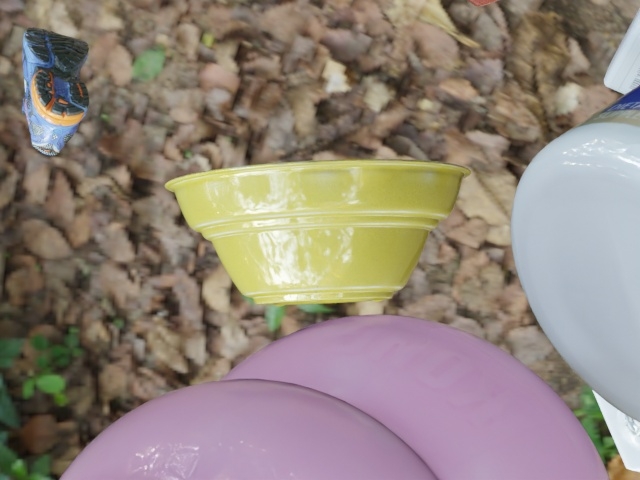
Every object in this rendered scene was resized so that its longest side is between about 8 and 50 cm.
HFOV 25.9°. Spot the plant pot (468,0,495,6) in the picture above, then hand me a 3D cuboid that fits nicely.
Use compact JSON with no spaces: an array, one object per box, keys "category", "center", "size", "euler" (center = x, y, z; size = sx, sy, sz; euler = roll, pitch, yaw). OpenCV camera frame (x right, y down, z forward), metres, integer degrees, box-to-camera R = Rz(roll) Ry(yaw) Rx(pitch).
[{"category":"plant pot","center":[0.174,-0.357,1.176],"size":[0.267,0.267,0.236],"euler":[-10,120,54]}]

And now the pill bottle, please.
[{"category":"pill bottle","center":[0.230,-0.034,0.657],"size":[0.153,0.264,0.153],"euler":[37,145,33]}]

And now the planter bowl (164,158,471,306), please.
[{"category":"planter bowl","center":[0.000,0.000,0.984],"size":[0.217,0.217,0.090],"euler":[-4,86,28]}]

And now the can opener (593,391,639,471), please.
[{"category":"can opener","center":[0.275,0.089,1.317],"size":[0.074,0.093,0.280],"euler":[-26,75,14]}]

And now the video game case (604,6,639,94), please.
[{"category":"video game case","center":[0.394,-0.130,1.104],"size":[0.300,0.329,0.036],"euler":[24,80,6]}]

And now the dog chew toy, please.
[{"category":"dog chew toy","center":[-0.016,0.137,0.521],"size":[0.206,0.332,0.207],"euler":[1,92,30]}]

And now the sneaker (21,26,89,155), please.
[{"category":"sneaker","center":[-0.326,-0.183,1.661],"size":[0.221,0.083,0.087],"euler":[-101,33,-53]}]

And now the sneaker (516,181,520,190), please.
[{"category":"sneaker","center":[0.199,-0.052,1.118],"size":[0.083,0.037,0.032],"euler":[-39,109,-2]}]
